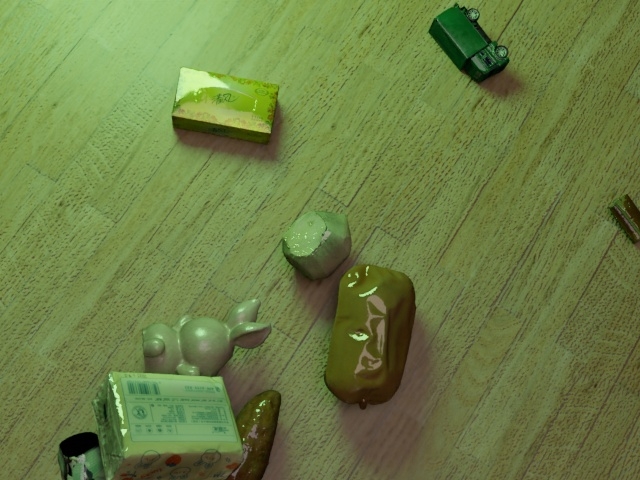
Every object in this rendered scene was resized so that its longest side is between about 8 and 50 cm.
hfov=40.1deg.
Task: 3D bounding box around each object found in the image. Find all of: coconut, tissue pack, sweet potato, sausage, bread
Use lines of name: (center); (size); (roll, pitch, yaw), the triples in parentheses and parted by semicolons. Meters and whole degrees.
coconut: (0.000, 0.000, 1.477); (0.110, 0.110, 0.124); (38, 80, 3)
tissue pack: (-0.167, -0.236, 1.536); (0.176, 0.062, 0.095); (11, 76, -5)
sweet potato: (-0.132, 0.350, 1.390); (0.097, 0.097, 0.251); (24, 77, -1)
sausage: (0.081, 0.156, 1.446); (0.136, 0.120, 0.241); (13, 76, 8)
bread: (0.564, -0.040, 1.594); (0.047, 0.036, 0.083); (-34, 85, -16)
tissue pack: (-0.225, 0.278, 1.298); (0.196, 0.092, 0.148); (8, 43, -34)

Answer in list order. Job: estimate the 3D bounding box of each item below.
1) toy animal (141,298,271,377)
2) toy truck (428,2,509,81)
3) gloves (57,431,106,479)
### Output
toy animal: (-0.181, 0.174, 1.412); (0.213, 0.124, 0.124); (-8, 78, -4)
toy truck: (0.278, -0.363, 1.619); (0.079, 0.065, 0.147); (-37, 84, -11)
gloves: (-0.343, 0.409, 1.340); (0.111, 0.128, 0.212); (-34, 116, -51)
